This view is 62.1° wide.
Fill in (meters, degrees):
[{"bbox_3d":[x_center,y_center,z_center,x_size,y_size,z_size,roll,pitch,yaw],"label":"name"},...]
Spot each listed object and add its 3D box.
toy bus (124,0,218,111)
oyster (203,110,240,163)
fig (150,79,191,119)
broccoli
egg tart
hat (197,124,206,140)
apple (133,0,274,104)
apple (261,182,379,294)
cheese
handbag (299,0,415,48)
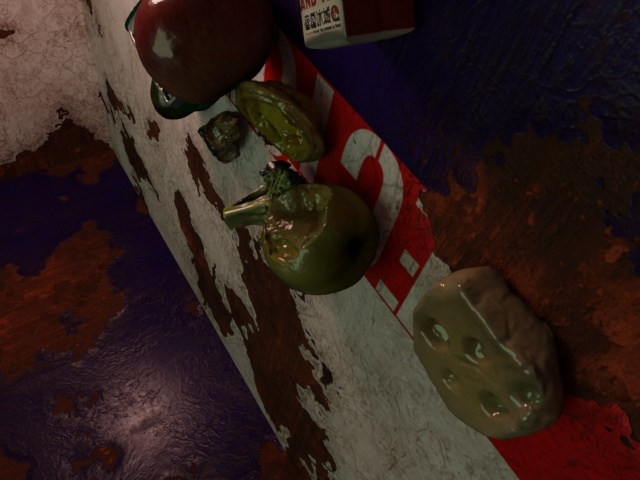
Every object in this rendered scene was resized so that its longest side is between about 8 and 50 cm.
[{"bbox_3d":[-0.421,-0.567,1.623,0.183,0.199,0.343,-36,75,27],"label":"toy bus"},{"bbox_3d":[-0.327,-0.338,1.745,0.341,0.110,0.166,-161,57,-73],"label":"oyster"},{"bbox_3d":[-0.513,-0.541,1.843,0.244,0.195,0.195,64,155,-3],"label":"fig"},{"bbox_3d":[-0.144,-0.090,1.456,0.263,0.244,0.246,97,161,-79],"label":"broccoli"},{"bbox_3d":[-0.089,-0.298,1.297,0.279,0.095,0.279,35,165,11],"label":"egg tart"},{"bbox_3d":[-0.398,-0.381,1.910,0.076,0.059,0.077,55,162,-13],"label":"hat"},{"bbox_3d":[-0.256,-0.470,1.244,0.345,0.345,0.269,24,135,55],"label":"apple"},{"bbox_3d":[0.000,0.000,1.244,0.279,0.279,0.279,43,146,39],"label":"apple"},{"bbox_3d":[0.302,0.207,0.995,0.318,0.115,0.326,26,134,54],"label":"cheese"},{"bbox_3d":[0.043,-0.481,0.879,0.171,0.151,0.298,27,131,61],"label":"handbag"}]
